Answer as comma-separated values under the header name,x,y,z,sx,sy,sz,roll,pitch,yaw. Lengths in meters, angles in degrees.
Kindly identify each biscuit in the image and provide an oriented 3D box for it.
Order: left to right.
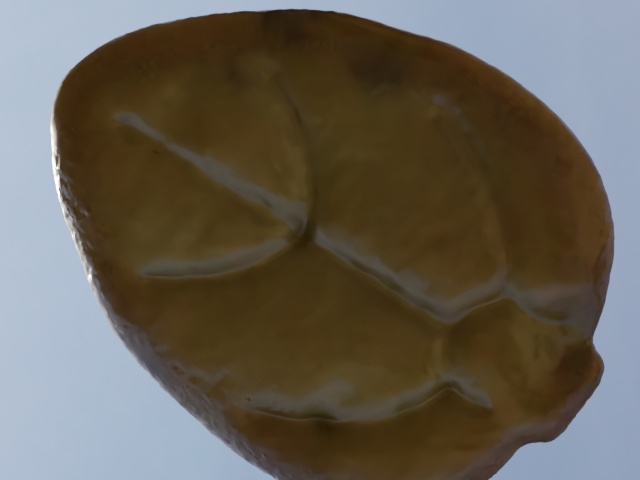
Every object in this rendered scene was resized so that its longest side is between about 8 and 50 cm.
name,x,y,z,sx,sy,sz,roll,pitch,yaw
biscuit,-0.001,0.001,0.671,0.260,0.203,0.041,33,-167,3
